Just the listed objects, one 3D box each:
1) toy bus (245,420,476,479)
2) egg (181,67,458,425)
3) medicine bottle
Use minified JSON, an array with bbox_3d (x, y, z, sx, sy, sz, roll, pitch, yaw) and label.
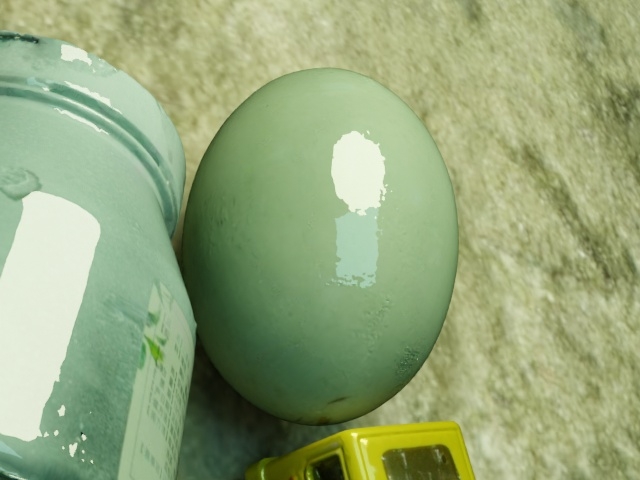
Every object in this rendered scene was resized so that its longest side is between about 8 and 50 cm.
[{"bbox_3d":[0.058,0.293,0.731,0.144,0.152,0.330,3,64,-38],"label":"toy bus"},{"bbox_3d":[0.000,0.000,0.813,0.203,0.203,0.282,19,54,-29],"label":"egg"},{"bbox_3d":[-0.189,0.047,0.612,0.245,0.245,0.290,27,44,-24],"label":"medicine bottle"}]
